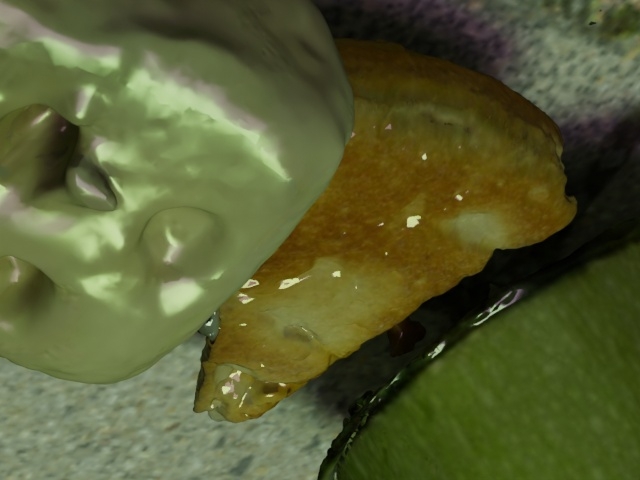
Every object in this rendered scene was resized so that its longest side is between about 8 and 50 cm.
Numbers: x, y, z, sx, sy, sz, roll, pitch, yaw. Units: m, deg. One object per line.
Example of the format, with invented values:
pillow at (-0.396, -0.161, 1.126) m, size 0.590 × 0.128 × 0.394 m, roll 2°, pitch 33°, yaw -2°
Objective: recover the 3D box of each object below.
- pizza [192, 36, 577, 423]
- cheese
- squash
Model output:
pizza at (-0.001, -0.001, 0.646) m, size 0.154 × 0.069 × 0.194 m, roll 8°, pitch 136°, yaw -33°
cheese at (-0.122, -0.054, 0.476) m, size 0.263 × 0.093 × 0.159 m, roll 29°, pitch 123°, yaw -28°
squash at (0.114, 0.091, 0.723) m, size 0.220 × 0.133 × 0.220 m, roll -25°, pitch 165°, yaw -7°
